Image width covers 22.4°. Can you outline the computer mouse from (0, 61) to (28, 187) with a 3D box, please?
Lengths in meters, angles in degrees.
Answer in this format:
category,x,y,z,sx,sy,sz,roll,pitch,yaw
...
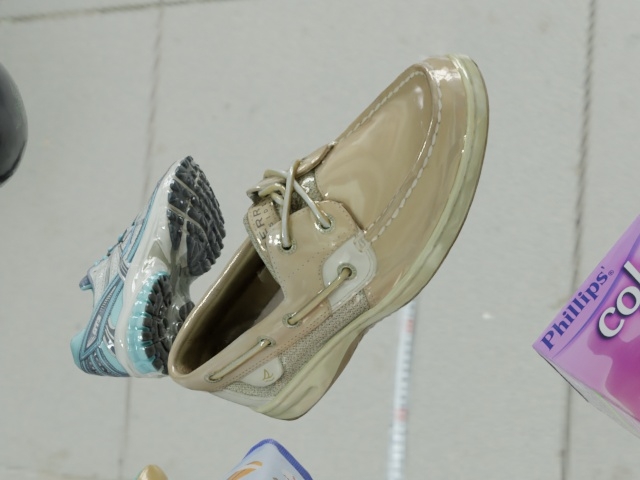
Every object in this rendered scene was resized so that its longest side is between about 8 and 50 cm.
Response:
category,x,y,z,sx,sy,sz,roll,pitch,yaw
computer mouse,-0.319,-0.119,1.275,0.072,0.272,0.189,-24,63,27

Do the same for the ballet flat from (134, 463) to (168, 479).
category,x,y,z,sx,sy,sz,roll,pitch,yaw
ballet flat,-0.207,0.384,1.949,0.073,0.080,0.232,-3,61,35

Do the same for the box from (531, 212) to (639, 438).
category,x,y,z,sx,sy,sz,roll,pitch,yaw
box,0.348,0.087,1.401,0.213,0.117,0.243,-50,38,-3

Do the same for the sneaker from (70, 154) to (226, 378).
category,x,y,z,sx,sy,sz,roll,pitch,yaw
sneaker,-0.186,0.022,1.659,0.122,0.110,0.283,-10,41,24

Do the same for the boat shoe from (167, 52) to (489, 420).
category,x,y,z,sx,sy,sz,roll,pitch,yaw
boat shoe,0.000,0.000,1.022,0.302,0.098,0.109,-54,34,35

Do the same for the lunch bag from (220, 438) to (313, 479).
category,x,y,z,sx,sy,sz,roll,pitch,yaw
lunch bag,-0.121,0.401,1.355,0.385,0.328,0.239,-43,91,8
